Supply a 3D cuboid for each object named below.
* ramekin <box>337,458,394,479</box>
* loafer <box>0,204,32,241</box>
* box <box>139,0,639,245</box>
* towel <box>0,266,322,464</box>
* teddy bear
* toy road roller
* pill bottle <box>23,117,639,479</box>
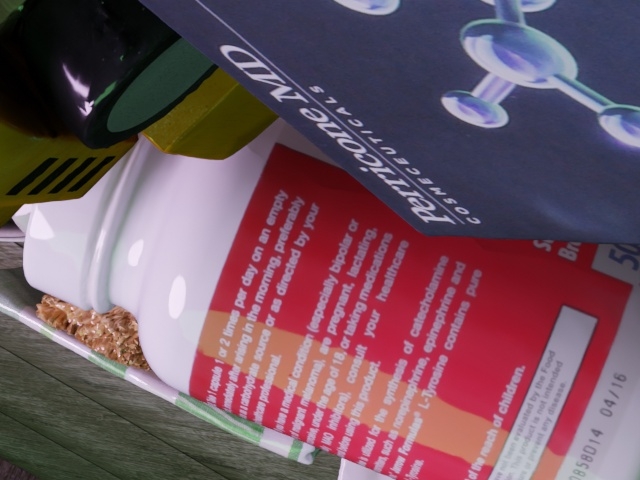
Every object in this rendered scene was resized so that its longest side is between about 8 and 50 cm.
[{"bbox_3d":[0.100,0.153,1.258,0.135,0.277,0.277,12,160,8],"label":"ramekin"},{"bbox_3d":[-0.193,-0.044,1.272,0.112,0.111,0.319,47,152,-21],"label":"loafer"},{"bbox_3d":[0.121,-0.153,0.470,0.395,0.212,0.293,3,153,48],"label":"box"},{"bbox_3d":[-0.131,0.102,1.450,0.325,0.038,0.248,27,-174,7],"label":"towel"},{"bbox_3d":[-0.105,0.043,1.388,0.245,0.113,0.338,27,-174,37],"label":"teddy bear"},{"bbox_3d":[-0.158,-0.094,0.740,0.202,0.240,0.329,48,-170,5],"label":"toy road roller"},{"bbox_3d":[0.030,0.025,1.039,0.407,0.229,0.229,22,161,4],"label":"pill bottle"}]
